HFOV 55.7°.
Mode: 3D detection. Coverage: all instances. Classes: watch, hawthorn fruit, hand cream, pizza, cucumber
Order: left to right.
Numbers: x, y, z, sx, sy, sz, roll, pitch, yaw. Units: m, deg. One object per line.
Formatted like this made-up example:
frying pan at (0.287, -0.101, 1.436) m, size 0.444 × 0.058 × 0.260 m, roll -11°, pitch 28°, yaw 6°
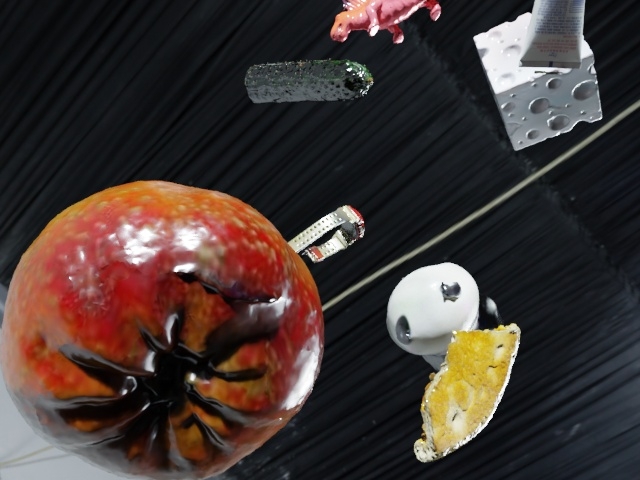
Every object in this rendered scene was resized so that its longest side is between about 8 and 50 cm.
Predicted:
hawthorn fruit at (-0.206, 0.092, 0.814) m, size 0.403 × 0.403 × 0.402 m, roll 41°, pitch 24°, yaw -23°
cucumber at (-0.017, -0.254, 0.973) m, size 0.300 × 0.072 × 0.072 m, roll 14°, pitch -10°, yaw 46°
watch at (0.006, -0.001, 1.781) m, size 0.102 × 0.268 × 0.165 m, roll 50°, pitch -16°, yaw 25°
pizza at (0.303, 0.302, 1.271) m, size 0.182 × 0.365 × 0.074 m, roll 40°, pitch -19°, yaw -14°
hand cream at (0.513, -0.494, 1.295) m, size 0.133 × 0.247 × 0.083 m, roll 6°, pitch 23°, yaw 8°

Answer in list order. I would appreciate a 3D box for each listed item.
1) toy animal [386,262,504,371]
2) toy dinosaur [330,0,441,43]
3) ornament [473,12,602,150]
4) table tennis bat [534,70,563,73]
toy animal at (0.295, 0.186, 1.448) m, size 0.310 × 0.251 × 0.251 m, roll 30°, pitch 30°, yaw -46°
toy dinosaur at (0.129, -0.391, 0.901) m, size 0.139 × 0.286 × 0.070 m, roll 59°, pitch 1°, yaw 22°
ornament at (0.576, -0.434, 1.608) m, size 0.239 × 0.240 × 0.239 m, roll 48°, pitch 29°, yaw -49°
table tennis bat at (0.531, -0.392, 1.417) m, size 0.083 × 0.007 × 0.050 m, roll -7°, pitch 16°, yaw -30°
